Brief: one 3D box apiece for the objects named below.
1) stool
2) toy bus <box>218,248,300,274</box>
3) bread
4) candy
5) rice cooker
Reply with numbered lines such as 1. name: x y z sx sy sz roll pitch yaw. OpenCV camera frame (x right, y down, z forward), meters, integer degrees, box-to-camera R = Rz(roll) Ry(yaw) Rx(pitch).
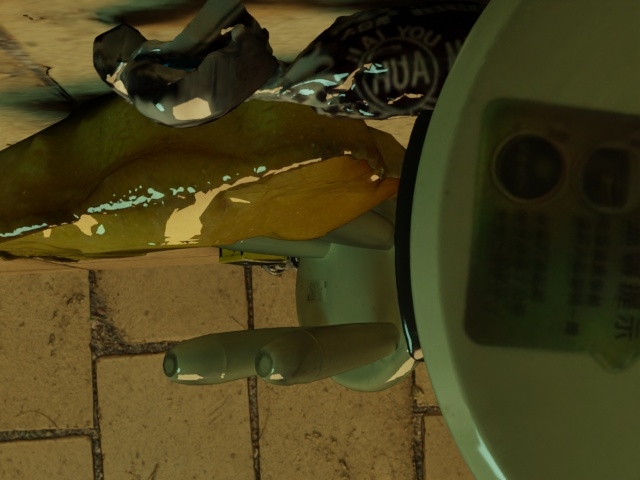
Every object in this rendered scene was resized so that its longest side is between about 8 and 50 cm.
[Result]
1. stool: -0.021 0.040 1.214 0.198 0.195 0.195 6 172 -39
2. toy bus: 0.000 0.000 1.475 0.226 0.074 0.081 -1 175 -26
3. bread: -0.070 -0.036 0.695 0.233 0.088 0.161 -7 -179 17
4. candy: 0.026 -0.070 0.513 0.226 0.051 0.094 -1 -173 -9
5. rice cooker: 0.132 0.005 0.375 0.226 0.226 0.244 -4 -179 6
